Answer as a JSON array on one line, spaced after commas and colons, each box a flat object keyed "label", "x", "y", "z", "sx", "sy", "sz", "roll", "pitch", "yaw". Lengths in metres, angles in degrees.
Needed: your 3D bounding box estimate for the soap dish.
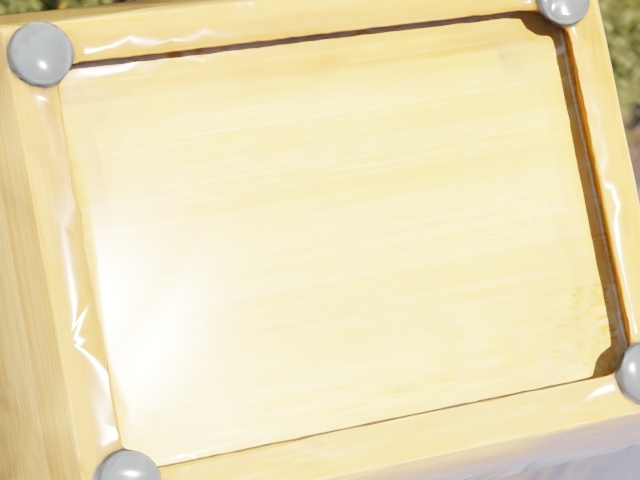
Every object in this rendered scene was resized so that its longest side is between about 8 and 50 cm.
[{"label": "soap dish", "x": 0.000, "y": 0.000, "z": 0.608, "sx": 0.291, "sy": 0.228, "sz": 0.118, "roll": -9, "pitch": 177, "yaw": -16}]
